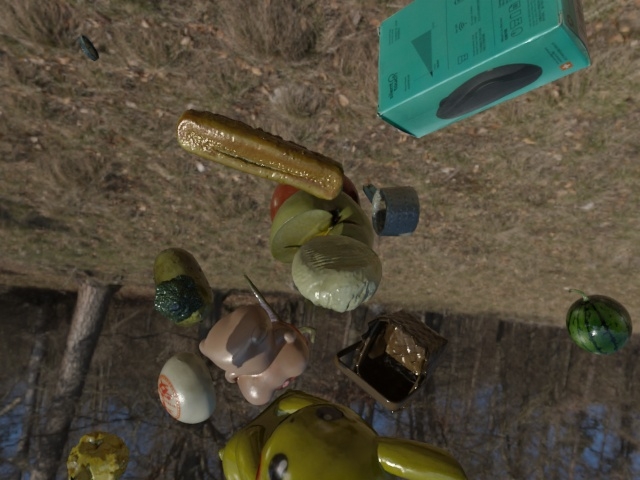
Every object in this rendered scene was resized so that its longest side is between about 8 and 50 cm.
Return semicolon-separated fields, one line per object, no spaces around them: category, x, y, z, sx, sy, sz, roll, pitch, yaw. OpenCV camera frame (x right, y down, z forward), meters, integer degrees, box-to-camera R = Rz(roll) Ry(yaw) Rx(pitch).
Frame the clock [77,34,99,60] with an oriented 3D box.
clock;-0.762;-0.632;1.542;0.017;0.085;0.085;-27;-178;4

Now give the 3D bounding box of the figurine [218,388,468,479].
figurine;-0.015;0.285;0.559;0.218;0.169;0.326;-39;180;-25

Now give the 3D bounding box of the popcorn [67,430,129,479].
popcorn;-0.304;0.313;0.648;0.084;0.084;0.084;7;-176;0

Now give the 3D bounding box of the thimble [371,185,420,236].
thimble;0.174;-0.067;1.082;0.090;0.115;0.102;-4;-136;-14

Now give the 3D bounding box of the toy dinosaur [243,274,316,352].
toy dinosaur;-0.111;0.222;1.146;0.199;0.252;0.072;8;176;-2

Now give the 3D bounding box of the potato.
potato;-0.492;0.166;1.674;0.173;0.308;0.210;-18;164;-26

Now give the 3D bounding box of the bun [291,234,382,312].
bun;0.030;0.065;0.863;0.164;0.111;0.188;-4;-155;-22

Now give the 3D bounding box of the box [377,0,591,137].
box;0.244;-0.320;0.757;0.118;0.205;0.311;22;153;-39

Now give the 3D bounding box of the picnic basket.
picnic basket;0.225;0.398;1.517;0.254;0.291;0.321;35;-150;31

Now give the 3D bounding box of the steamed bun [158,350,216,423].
steamed bun;-0.441;0.479;1.510;0.145;0.232;0.231;-15;-164;-33

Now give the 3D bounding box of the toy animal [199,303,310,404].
toy animal;-0.114;0.218;0.910;0.171;0.171;0.197;11;155;45

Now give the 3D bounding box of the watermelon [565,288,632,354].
watermelon;0.456;0.134;0.771;0.108;0.109;0.109;7;-176;0

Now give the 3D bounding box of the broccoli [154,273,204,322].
broccoli;-0.449;0.188;1.487;0.145;0.162;0.138;-14;-161;-5

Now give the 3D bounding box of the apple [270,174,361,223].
apple;-0.008;-0.093;1.632;0.348;0.349;0.276;3;159;-45

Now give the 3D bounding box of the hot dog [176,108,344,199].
hot dog;-0.094;-0.140;0.774;0.285;0.088;0.061;24;-158;-7

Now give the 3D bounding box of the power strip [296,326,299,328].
power strip;-0.116;0.345;1.504;0.105;0.070;0.257;-16;160;-16

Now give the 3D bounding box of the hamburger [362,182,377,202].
hamburger;0.186;-0.150;1.596;0.121;0.054;0.084;46;-168;-14

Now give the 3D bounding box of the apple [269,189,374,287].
apple;0.000;0.000;1.293;0.291;0.292;0.254;4;142;-33
